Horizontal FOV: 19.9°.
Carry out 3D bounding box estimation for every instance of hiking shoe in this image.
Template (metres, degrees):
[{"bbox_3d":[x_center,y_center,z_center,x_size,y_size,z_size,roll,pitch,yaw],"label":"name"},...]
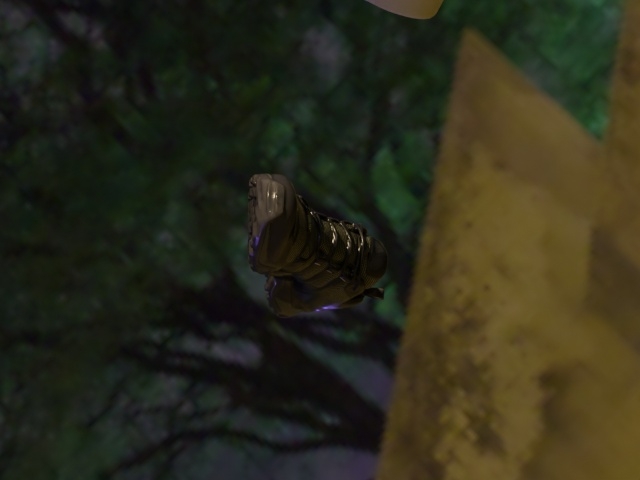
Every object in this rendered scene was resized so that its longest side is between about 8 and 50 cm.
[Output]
[{"bbox_3d":[0.000,0.000,1.592,0.114,0.086,0.227,-3,-21,6],"label":"hiking shoe"}]

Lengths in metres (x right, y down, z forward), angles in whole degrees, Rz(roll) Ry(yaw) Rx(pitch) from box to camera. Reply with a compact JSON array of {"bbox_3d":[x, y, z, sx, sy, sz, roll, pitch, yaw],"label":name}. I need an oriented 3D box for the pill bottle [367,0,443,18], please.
[{"bbox_3d":[0.100,-0.311,1.542,0.131,0.131,0.229,-15,-44,-54],"label":"pill bottle"}]
